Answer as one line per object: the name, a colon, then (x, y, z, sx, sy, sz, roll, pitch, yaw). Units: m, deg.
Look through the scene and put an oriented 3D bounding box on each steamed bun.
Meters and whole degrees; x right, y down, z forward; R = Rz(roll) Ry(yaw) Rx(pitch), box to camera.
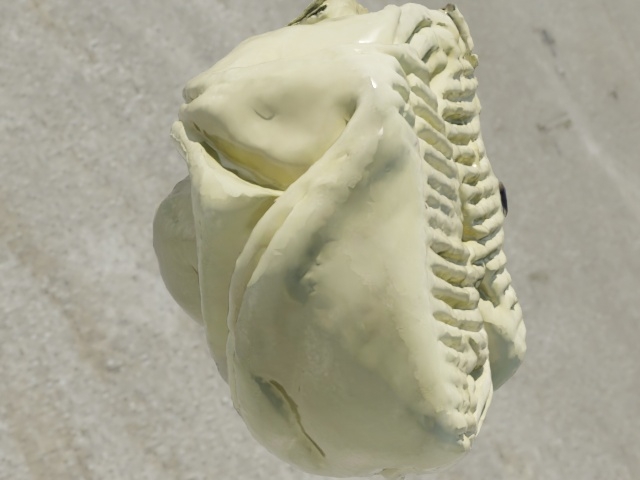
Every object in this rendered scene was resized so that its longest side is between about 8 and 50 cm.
steamed bun: (0.000, 0.000, 0.983, 0.346, 0.238, 0.394, 61, 27, -44)
